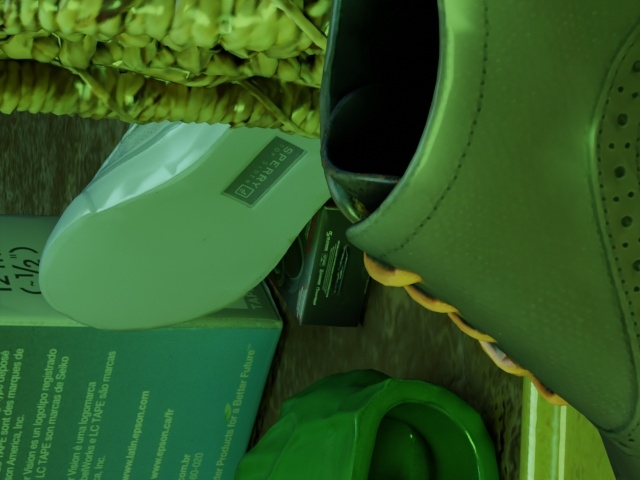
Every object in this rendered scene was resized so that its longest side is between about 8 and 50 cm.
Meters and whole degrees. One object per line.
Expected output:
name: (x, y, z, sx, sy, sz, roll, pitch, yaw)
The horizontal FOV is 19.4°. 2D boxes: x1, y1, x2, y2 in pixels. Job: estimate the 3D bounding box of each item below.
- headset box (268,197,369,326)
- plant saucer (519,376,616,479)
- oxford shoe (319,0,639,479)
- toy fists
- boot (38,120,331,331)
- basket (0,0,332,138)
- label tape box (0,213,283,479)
headset box: (0.000, 0.000, 0.903, 0.083, 0.032, 0.062, -125, 43, -60)
plant saucer: (0.135, 0.137, 0.476, 0.332, 0.081, 0.333, 179, 93, -68)
oxford shoe: (0.050, -0.007, 0.372, 0.097, 0.098, 0.271, -130, 20, -63)
toy fists: (0.013, 0.192, 0.768, 0.142, 0.096, 0.279, -21, 66, 56)
boot: (-0.038, -0.062, 0.882, 0.258, 0.095, 0.123, -36, 35, 36)
basket: (0.005, -0.082, 0.537, 0.213, 0.299, 0.223, -120, 41, -52)
label tape box: (-0.219, 0.111, 1.019, 0.115, 0.347, 0.249, -116, 35, -51)
